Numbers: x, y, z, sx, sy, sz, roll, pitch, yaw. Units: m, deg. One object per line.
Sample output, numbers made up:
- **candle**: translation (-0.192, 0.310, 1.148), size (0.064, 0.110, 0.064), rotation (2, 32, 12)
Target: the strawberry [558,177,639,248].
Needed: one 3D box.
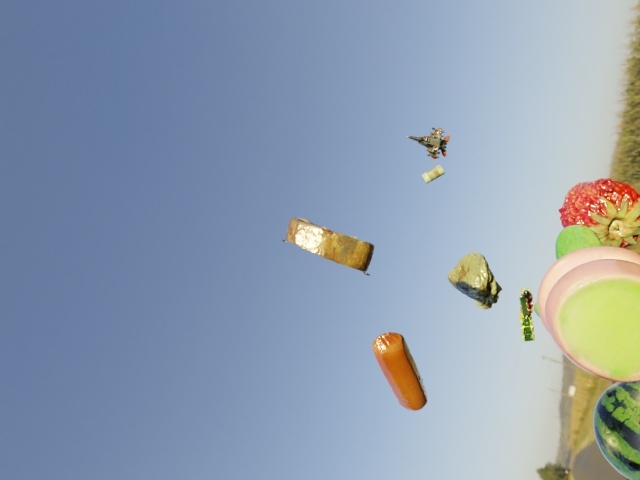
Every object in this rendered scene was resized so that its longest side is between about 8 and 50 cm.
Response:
- **strawberry**: translation (0.748, -0.083, 1.187), size (0.244, 0.206, 0.205), rotation (-87, -10, -62)

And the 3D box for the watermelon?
- **watermelon**: translation (0.849, 0.486, 1.081), size (0.285, 0.285, 0.284), rotation (-22, -62, -50)

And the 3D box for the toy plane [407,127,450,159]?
- **toy plane**: translation (0.429, -0.391, 1.709), size (0.189, 0.061, 0.130), rotation (7, -82, -28)

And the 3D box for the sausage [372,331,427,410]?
- **sausage**: translation (0.244, 0.399, 1.285), size (0.094, 0.097, 0.348), rotation (-100, -14, -54)

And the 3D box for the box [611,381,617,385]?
- **box**: translation (1.077, 0.599, 1.399), size (0.263, 0.108, 0.403), rotation (43, -145, -18)

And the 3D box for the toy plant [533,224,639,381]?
- **toy plant**: translation (0.527, 0.136, 0.800), size (0.316, 0.211, 0.356), rotation (65, -161, 5)

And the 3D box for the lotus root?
- **lotus root**: translation (0.000, 0.000, 1.005), size (0.170, 0.261, 0.074), rotation (14, -83, -62)

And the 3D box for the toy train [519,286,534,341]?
- **toy train**: translation (0.832, 0.299, 1.746), size (0.085, 0.053, 0.249), rotation (-64, -38, -57)

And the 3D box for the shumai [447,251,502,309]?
- **shumai**: translation (0.714, 0.184, 1.921), size (0.218, 0.256, 0.189), rotation (39, -85, -11)

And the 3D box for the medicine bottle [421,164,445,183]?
- **medicine bottle**: translation (0.465, -0.273, 1.781), size (0.047, 0.083, 0.047), rotation (55, -166, -20)
